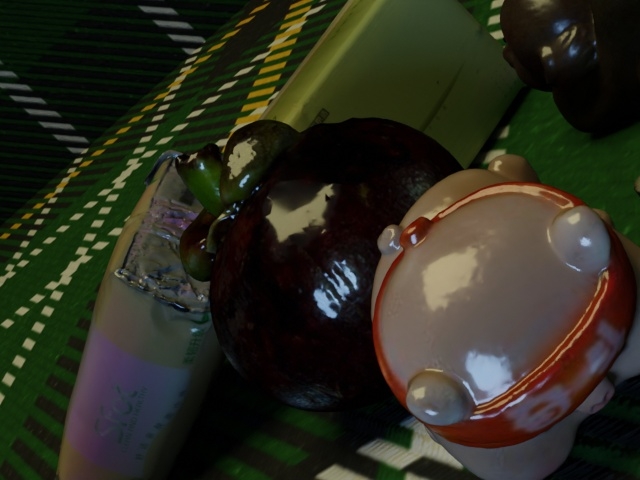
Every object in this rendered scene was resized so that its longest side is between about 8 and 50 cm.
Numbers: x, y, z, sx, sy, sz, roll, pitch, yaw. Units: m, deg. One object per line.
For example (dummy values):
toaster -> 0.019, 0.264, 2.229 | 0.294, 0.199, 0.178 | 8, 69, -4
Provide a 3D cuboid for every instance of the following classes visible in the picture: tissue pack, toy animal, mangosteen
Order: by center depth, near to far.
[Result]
toy animal -> 0.105, 0.039, 0.783 | 0.171, 0.171, 0.198 | -45, 11, 5
mangosteen -> 0.011, 0.004, 0.982 | 0.216, 0.216, 0.216 | -42, 18, 16
tissue pack -> 0.050, -0.103, 1.209 | 0.234, 0.159, 0.125 | -54, 17, -23
tissue pack -> -0.139, 0.085, 1.210 | 0.215, 0.123, 0.257 | -75, 3, -56

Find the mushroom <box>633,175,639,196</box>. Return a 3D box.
mushroom -> 0.236, -0.041, 0.864 | 0.101, 0.019, 0.049 | -16, 35, 55

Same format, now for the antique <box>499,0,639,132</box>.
antique -> 0.222, -0.165, 0.977 | 0.121, 0.143, 0.257 | -55, 16, -20
